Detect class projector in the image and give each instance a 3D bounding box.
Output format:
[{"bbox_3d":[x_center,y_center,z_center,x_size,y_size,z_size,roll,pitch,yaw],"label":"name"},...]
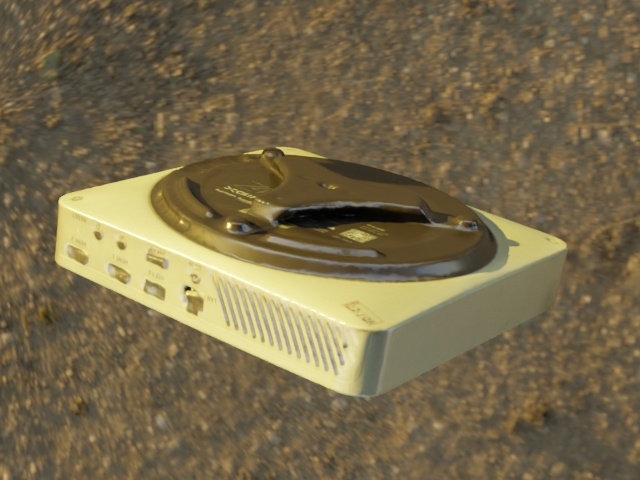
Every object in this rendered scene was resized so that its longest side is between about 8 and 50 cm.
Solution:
[{"bbox_3d":[0.000,0.000,0.866,0.259,0.257,0.079,-19,123,-52],"label":"projector"}]
